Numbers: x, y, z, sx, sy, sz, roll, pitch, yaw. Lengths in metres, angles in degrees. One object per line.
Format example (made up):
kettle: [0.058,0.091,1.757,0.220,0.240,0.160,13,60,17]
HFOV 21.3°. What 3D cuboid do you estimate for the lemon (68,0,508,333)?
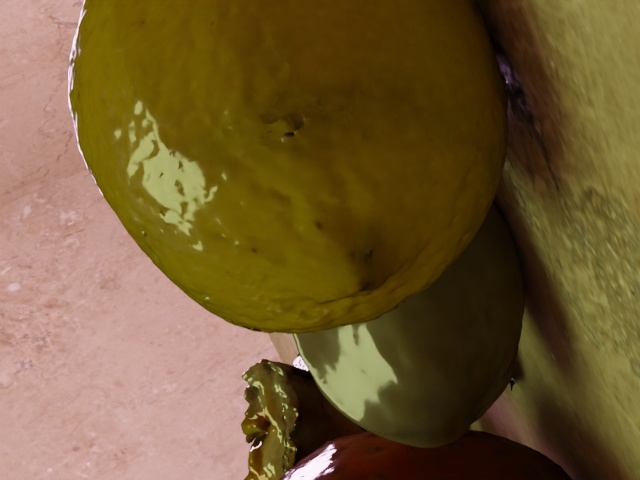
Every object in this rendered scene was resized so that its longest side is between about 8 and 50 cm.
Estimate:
lemon: [-0.023,-0.099,1.224,0.336,0.336,0.336,156,90,-82]

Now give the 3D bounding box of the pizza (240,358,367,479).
pizza: [-0.021,0.369,1.747,0.130,0.406,0.440,-3,138,35]

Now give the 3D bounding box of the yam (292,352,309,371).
yam: [0.072,0.229,2.009,0.202,0.201,0.271,-139,32,-70]

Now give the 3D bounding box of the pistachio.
pistachio: [0.065,0.033,1.401,0.166,0.197,0.288,97,159,-68]

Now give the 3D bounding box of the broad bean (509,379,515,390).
broad bean: [0.097,0.078,1.543,0.254,0.046,0.065,41,-144,-31]

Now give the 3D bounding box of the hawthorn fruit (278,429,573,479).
hawthorn fruit: [0.082,0.343,1.451,0.403,0.403,0.402,156,90,-82]
